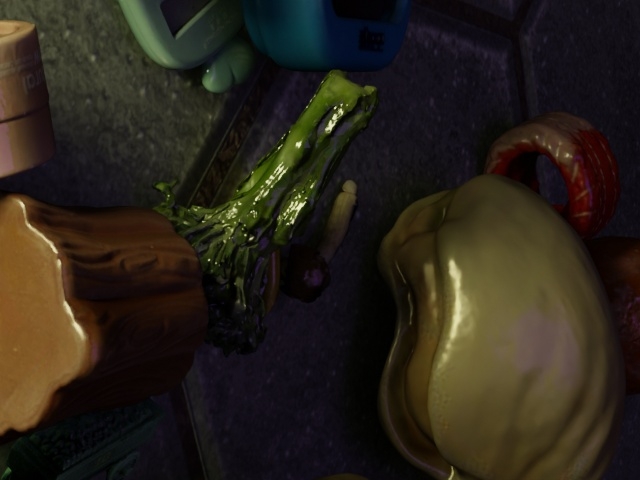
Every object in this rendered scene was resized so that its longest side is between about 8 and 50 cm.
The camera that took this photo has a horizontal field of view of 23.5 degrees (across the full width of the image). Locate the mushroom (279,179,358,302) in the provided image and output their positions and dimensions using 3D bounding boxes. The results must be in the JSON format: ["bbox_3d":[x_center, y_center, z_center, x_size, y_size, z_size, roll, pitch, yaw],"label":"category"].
[{"bbox_3d":[0.000,0.000,1.732,0.187,0.061,0.060,-61,155,-47],"label":"mushroom"}]

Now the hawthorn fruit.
[{"bbox_3d":[0.418,0.116,2.190,0.263,0.235,0.231,-36,122,-49],"label":"hawthorn fruit"}]

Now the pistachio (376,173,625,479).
[{"bbox_3d":[0.218,0.143,1.895,0.365,0.281,0.445,-25,102,-42],"label":"pistachio"}]

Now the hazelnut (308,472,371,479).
[{"bbox_3d":[0.002,0.444,1.475,0.429,0.402,0.402,19,76,-16],"label":"hazelnut"}]

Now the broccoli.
[{"bbox_3d":[-0.049,-0.036,1.500,0.304,0.145,0.165,-54,135,-5],"label":"broccoli"}]

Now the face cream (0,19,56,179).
[{"bbox_3d":[-0.286,-0.107,1.196,0.149,0.149,0.104,-28,117,-51],"label":"face cream"}]

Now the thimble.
[{"bbox_3d":[0.311,-0.075,2.067,0.125,0.163,0.189,-28,118,-52],"label":"thimble"}]

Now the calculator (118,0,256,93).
[{"bbox_3d":[-0.137,-0.274,1.488,0.184,0.042,0.295,-50,131,-39],"label":"calculator"}]

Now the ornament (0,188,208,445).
[{"bbox_3d":[-0.219,0.065,1.284,0.218,0.235,0.221,-1,112,-61],"label":"ornament"}]

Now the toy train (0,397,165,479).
[{"bbox_3d":[-0.217,0.190,1.389,0.172,0.070,0.099,-28,153,-50],"label":"toy train"}]

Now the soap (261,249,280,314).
[{"bbox_3d":[-0.065,-0.004,1.608,0.033,0.089,0.168,0,90,-26],"label":"soap"}]

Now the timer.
[{"bbox_3d":[0.010,-0.328,1.583,0.340,0.115,0.309,-18,109,-70],"label":"timer"}]
